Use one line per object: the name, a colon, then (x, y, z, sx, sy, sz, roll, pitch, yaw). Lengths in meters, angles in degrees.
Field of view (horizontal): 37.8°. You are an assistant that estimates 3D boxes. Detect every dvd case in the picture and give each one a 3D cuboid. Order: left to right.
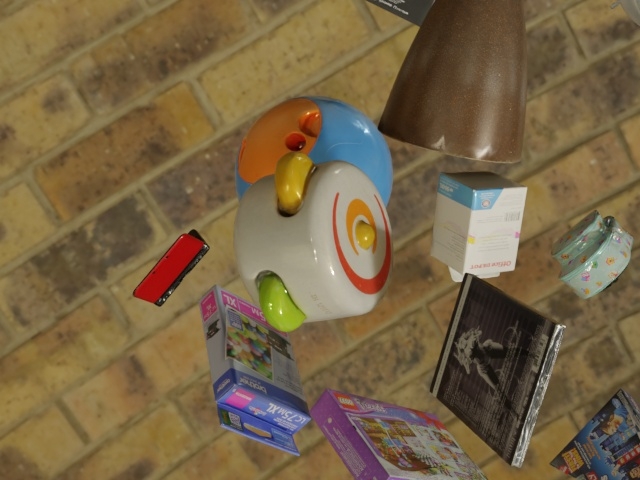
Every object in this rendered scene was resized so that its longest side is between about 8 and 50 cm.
dvd case: (0.200, 0.143, 1.098, 0.221, 0.018, 0.165, -144, -112, -68)

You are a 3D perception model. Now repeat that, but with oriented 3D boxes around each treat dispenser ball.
treat dispenser ball: (-0.012, -0.118, 1.697, 0.288, 0.288, 0.288, -29, -165, 8)

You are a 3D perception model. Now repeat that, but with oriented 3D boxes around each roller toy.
roller toy: (0.000, 0.000, 1.153, 0.146, 0.209, 0.191, -11, 175, 30)

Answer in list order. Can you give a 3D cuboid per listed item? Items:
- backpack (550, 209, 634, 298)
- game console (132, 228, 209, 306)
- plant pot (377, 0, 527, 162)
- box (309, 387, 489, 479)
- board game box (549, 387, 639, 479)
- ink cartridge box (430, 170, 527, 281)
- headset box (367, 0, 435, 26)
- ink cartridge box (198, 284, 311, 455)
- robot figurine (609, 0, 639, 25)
backpack: (0.602, 0.034, 2.076, 0.166, 0.144, 0.188, -43, -169, 30)
game console: (-0.277, 0.037, 1.670, 0.144, 0.085, 0.124, -49, -145, 2)
plant pot: (0.212, -0.251, 1.350, 0.215, 0.230, 0.215, 11, -165, -3)
box: (0.140, 0.350, 1.534, 0.057, 0.293, 0.201, -55, -136, 14)
board game box: (0.531, 0.407, 1.717, 0.194, 0.060, 0.194, -40, -135, 19)
ink cartridge box: (0.219, -0.018, 1.319, 0.092, 0.143, 0.090, -4, -158, -27)
headset box: (0.167, -0.568, 1.967, 0.110, 0.218, 0.293, -66, 174, 34)
ink cartridge box: (-0.119, 0.232, 1.701, 0.065, 0.186, 0.311, -43, -143, 23)
robot figurine: (0.569, -0.394, 1.341, 0.353, 0.199, 0.300, 21, -99, 57)
